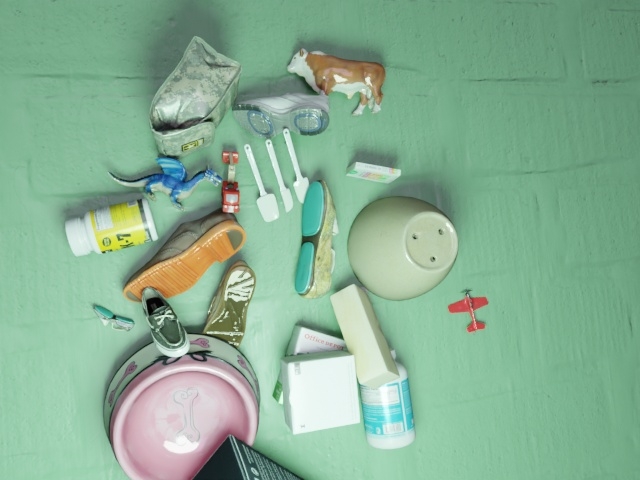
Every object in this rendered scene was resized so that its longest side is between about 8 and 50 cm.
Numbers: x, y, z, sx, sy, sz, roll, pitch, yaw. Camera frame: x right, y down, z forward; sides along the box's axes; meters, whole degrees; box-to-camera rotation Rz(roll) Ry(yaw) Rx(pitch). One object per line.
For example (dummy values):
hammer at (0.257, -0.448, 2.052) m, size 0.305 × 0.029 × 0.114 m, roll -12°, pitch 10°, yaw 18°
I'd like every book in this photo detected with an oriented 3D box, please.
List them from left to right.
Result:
book at (0.161, -0.211, 1.531) m, size 0.144 × 0.096 × 0.035 m, roll 8°, pitch 83°, yaw -14°

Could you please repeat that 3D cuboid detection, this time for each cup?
cup at (0.270, 0.013, 1.467) m, size 0.331 × 0.237 × 0.331 m, roll 2°, pitch 84°, yaw -14°

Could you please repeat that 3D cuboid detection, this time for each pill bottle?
pill bottle at (-0.547, -0.032, 1.316) m, size 0.208 × 0.119 × 0.119 m, roll -16°, pitch 89°, yaw -15°
pill bottle at (0.189, 0.452, 1.450) m, size 0.146 × 0.146 × 0.264 m, roll -6°, pitch 86°, yaw -15°

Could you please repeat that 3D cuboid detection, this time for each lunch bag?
lunch bag at (-0.345, -0.350, 1.339) m, size 0.169 × 0.235 × 0.287 m, roll 31°, pitch 78°, yaw -8°

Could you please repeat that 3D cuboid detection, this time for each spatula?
spatula at (-0.124, -0.186, 1.445) m, size 0.168 × 0.019 × 0.242 m, roll -23°, pitch 118°, yaw -11°

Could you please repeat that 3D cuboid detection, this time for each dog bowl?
dog bowl at (-0.341, 0.453, 1.269) m, size 0.408 × 0.150 × 0.408 m, roll -2°, pitch 97°, yaw -17°

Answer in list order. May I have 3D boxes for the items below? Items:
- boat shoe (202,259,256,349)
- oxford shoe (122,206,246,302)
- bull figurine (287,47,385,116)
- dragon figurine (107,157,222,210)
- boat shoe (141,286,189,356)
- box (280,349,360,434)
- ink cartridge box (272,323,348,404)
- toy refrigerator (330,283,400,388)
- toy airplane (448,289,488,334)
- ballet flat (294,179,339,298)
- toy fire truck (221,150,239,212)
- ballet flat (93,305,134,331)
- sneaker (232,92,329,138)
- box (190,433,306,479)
boat shoe at (-0.258, 0.201, 1.384) m, size 0.109 × 0.098 × 0.302 m, roll 16°, pitch 99°, yaw -18°
oxford shoe at (-0.380, 0.041, 1.371) m, size 0.363 × 0.130 × 0.133 m, roll -31°, pitch 50°, yaw -5°
bull figurine at (0.053, -0.486, 1.528) m, size 0.310 × 0.101 × 0.188 m, roll 1°, pitch 91°, yaw -9°
dragon figurine at (-0.419, -0.175, 1.377) m, size 0.289 × 0.085 × 0.144 m, roll 19°, pitch 79°, yaw -3°
boat shoe at (-0.399, 0.202, 1.254) m, size 0.077 × 0.070 × 0.219 m, roll -25°, pitch 47°, yaw -29°
box at (-0.004, 0.394, 1.321) m, size 0.182 × 0.119 × 0.181 m, roll -4°, pitch 87°, yaw -15°
ink cartridge box at (-0.024, 0.368, 1.429) m, size 0.160 × 0.092 × 0.219 m, roll 19°, pitch 81°, yaw -13°
toy refrigerator at (0.118, 0.269, 1.398) m, size 0.094 × 0.102 × 0.269 m, roll -30°, pitch 56°, yaw 16°
toy airplane at (0.485, 0.233, 1.609) m, size 0.151 × 0.028 × 0.151 m, roll 2°, pitch 84°, yaw -16°
ballet flat at (0.000, 0.000, 1.471) m, size 0.123 × 0.123 × 0.349 m, roll 9°, pitch 82°, yaw -14°
toy fire truck at (-0.251, -0.168, 1.398) m, size 0.047 × 0.192 × 0.135 m, roll 2°, pitch 113°, yaw -14°
ballet flat at (-0.557, 0.214, 1.333) m, size 0.114 × 0.041 × 0.041 m, roll 26°, pitch 79°, yaw -10°
sneaker at (-0.110, -0.372, 1.451) m, size 0.297 × 0.111 × 0.129 m, roll 6°, pitch 48°, yaw 11°
box at (-0.162, 0.814, 1.163) m, size 0.472 × 0.297 × 0.480 m, roll 42°, pitch 85°, yaw -25°
